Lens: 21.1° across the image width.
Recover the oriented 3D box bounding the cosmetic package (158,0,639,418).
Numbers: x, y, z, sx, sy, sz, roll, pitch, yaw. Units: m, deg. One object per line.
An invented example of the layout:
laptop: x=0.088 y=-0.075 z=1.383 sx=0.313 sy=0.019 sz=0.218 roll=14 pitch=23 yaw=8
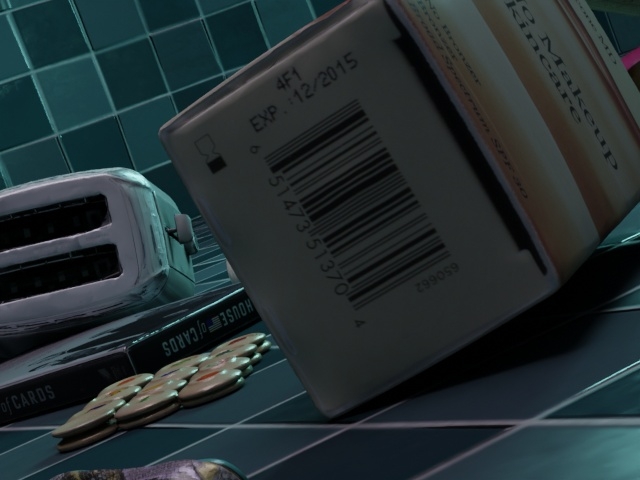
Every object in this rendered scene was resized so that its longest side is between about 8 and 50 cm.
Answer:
cosmetic package: x=0.063 y=-0.044 z=0.837 sx=0.129 sy=0.153 sz=0.296 roll=-31 pitch=1 yaw=23

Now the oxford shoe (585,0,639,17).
oxford shoe: x=0.400 y=-0.248 z=1.540 sx=0.396 sy=0.141 sz=0.146 roll=9 pitch=-35 yaw=-13

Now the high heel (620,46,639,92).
high heel: x=0.269 y=-0.112 z=1.358 sx=0.117 sy=0.082 sz=0.244 roll=-19 pitch=13 yaw=-31

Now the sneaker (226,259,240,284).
sneaker: x=0.000 y=-0.001 z=1.325 sx=0.084 sy=0.058 sz=0.152 roll=-28 pitch=-8 yaw=40

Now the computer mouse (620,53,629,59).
computer mouse: x=0.319 y=-0.142 z=1.512 sx=0.272 sy=0.072 sz=0.188 roll=-16 pitch=7 yaw=45

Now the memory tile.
memory tile: x=-0.089 y=0.084 z=0.986 sx=0.113 sy=0.012 sz=0.148 roll=-20 pitch=5 yaw=7

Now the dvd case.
dvd case: x=-0.169 y=0.087 z=1.219 sx=0.238 sy=0.030 sz=0.179 roll=-19 pitch=5 yaw=34

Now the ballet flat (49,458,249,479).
ballet flat: x=-0.069 y=0.097 z=0.583 sx=0.041 sy=0.041 sz=0.114 roll=-24 pitch=5 yaw=-41

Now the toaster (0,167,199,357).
toaster: x=-0.211 y=0.019 z=1.376 sx=0.226 sy=0.129 sz=0.146 roll=-12 pitch=-10 yaw=-2
